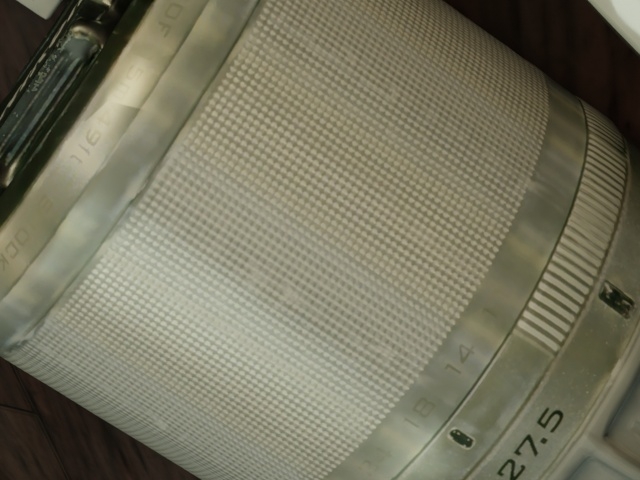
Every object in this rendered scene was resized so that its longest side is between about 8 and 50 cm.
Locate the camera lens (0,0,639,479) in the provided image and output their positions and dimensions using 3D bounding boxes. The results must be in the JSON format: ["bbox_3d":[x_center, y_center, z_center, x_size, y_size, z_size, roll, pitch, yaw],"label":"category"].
[{"bbox_3d":[0.000,0.000,0.722,0.274,0.219,0.219,33,145,-14],"label":"camera lens"}]

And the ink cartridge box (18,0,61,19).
[{"bbox_3d":[-0.140,-0.162,0.738,0.122,0.052,0.088,32,145,-13],"label":"ink cartridge box"}]

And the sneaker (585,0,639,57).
[{"bbox_3d":[0.080,-0.176,0.571,0.290,0.106,0.123,39,117,-15],"label":"sneaker"}]
